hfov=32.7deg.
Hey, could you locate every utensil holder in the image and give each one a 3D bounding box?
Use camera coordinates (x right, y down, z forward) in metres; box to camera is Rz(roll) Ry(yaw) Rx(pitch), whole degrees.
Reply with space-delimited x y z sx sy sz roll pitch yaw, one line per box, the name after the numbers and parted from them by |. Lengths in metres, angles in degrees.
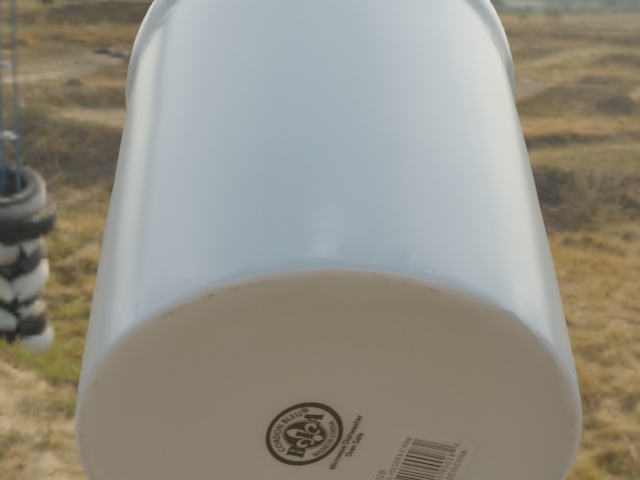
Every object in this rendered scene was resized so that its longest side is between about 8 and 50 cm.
0.000 0.000 0.787 0.327 0.327 0.385 1 41 -1 | utensil holder
